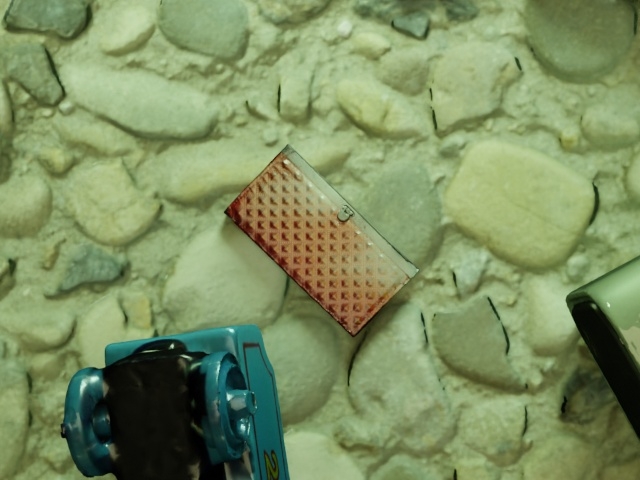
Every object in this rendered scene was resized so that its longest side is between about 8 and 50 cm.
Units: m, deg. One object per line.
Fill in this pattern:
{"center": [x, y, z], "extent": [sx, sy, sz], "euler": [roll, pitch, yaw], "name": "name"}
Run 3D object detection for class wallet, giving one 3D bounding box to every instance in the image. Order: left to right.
{"center": [0.000, 0.000, 1.685], "extent": [0.196, 0.020, 0.103], "euler": [44, 87, 5], "name": "wallet"}

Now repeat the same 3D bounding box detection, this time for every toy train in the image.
{"center": [-0.126, 0.240, 1.548], "extent": [0.188, 0.265, 0.300], "euler": [-9, 86, 12], "name": "toy train"}

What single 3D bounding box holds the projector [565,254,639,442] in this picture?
{"center": [0.413, 0.102, 1.550], "extent": [0.249, 0.248, 0.248], "euler": [-29, 85, -1], "name": "projector"}
